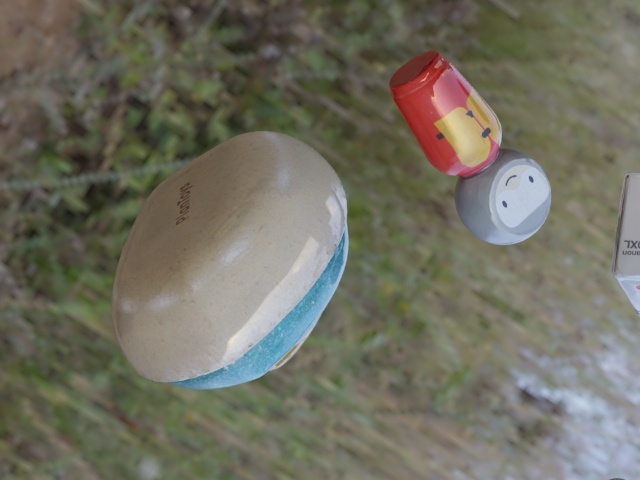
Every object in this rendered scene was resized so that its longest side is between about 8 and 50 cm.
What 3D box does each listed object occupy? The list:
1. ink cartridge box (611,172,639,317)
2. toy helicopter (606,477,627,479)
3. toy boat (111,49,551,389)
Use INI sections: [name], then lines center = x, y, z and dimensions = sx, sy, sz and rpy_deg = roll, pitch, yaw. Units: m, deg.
[ink cartridge box]
center = 0.363, 0.030, 1.682
dimensions = 0.172, 0.237, 0.100
rpy_deg = 2, -109, 22
[toy helicopter]
center = 0.253, 0.355, 1.959
dimensions = 0.235, 0.140, 0.355
rpy_deg = 66, -26, 25
[toy boat]
center = 0.000, 0.000, 1.376
dimensions = 0.318, 0.148, 0.267
rpy_deg = -30, -158, 17
